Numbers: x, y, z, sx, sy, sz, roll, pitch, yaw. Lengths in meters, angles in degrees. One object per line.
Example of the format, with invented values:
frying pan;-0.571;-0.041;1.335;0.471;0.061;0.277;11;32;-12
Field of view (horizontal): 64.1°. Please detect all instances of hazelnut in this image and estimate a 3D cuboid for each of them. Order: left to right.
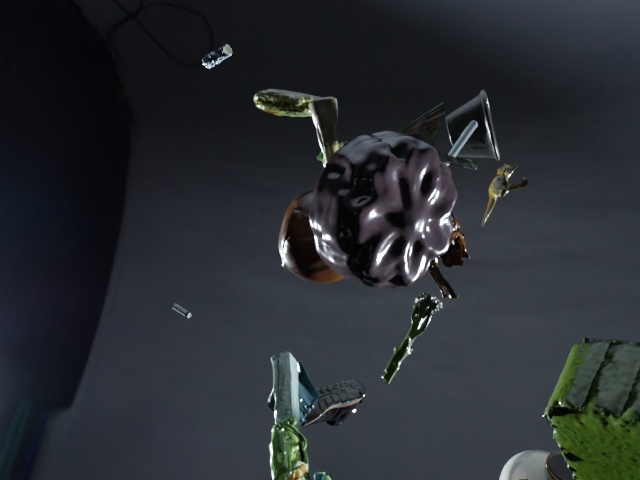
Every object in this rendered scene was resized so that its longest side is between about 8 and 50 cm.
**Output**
hazelnut;0.000;0.000;1.229;0.229;0.230;0.229;7;157;3

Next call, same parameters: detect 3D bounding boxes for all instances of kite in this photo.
kite;0.304;-0.253;1.491;0.314;0.336;0.011;14;171;29

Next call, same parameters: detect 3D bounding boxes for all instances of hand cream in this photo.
hand cream;0.021;-0.315;1.507;0.083;0.203;0.084;-9;-171;1

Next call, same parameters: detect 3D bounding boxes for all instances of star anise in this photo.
star anise;0.358;0.025;1.528;0.148;0.237;0.347;-6;118;34

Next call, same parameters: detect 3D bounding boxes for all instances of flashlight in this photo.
flashlight;-0.469;0.238;1.730;0.083;0.018;0.018;22;143;34

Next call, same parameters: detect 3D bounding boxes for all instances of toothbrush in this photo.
toothbrush;0.380;-0.251;1.496;0.030;0.342;0.025;47;150;-9

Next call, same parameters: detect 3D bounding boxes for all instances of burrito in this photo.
burrito;-0.023;0.418;0.790;0.104;0.288;0.054;20;128;-33

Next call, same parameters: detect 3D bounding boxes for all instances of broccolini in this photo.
broccolini;0.187;0.209;1.117;0.058;0.216;0.067;32;172;21

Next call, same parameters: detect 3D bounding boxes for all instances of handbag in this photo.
handbag;-0.084;0.491;1.594;0.057;0.144;0.221;-15;144;-41

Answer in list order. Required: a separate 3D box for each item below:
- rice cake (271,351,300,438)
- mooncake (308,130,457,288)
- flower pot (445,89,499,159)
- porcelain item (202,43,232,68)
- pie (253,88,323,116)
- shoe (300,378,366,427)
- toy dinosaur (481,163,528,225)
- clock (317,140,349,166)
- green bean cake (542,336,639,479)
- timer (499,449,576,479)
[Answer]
rice cake;-0.085;0.422;1.288;0.062;0.336;0.066;-25;123;10
mooncake;0.123;-0.050;0.900;0.282;0.283;0.141;26;178;-37
flower pot;0.573;-0.419;1.939;0.166;0.269;0.269;-11;152;21
porcelain item;-0.228;-0.401;1.122;0.083;0.028;0.036;-13;-168;43
pie;-0.114;-0.480;1.791;0.247;0.090;0.201;8;-165;9
shoe;0.026;0.600;1.839;0.290;0.114;0.137;-14;130;-20
toy dinosaur;0.396;-0.110;1.164;0.039;0.162;0.126;39;-173;-14
clock;0.101;-0.296;1.902;0.230;0.144;0.103;9;131;8
green bean cake;0.445;0.255;0.636;0.249;0.156;0.247;-7;120;51
timer;0.613;0.715;1.428;0.233;0.234;0.240;2;138;14
